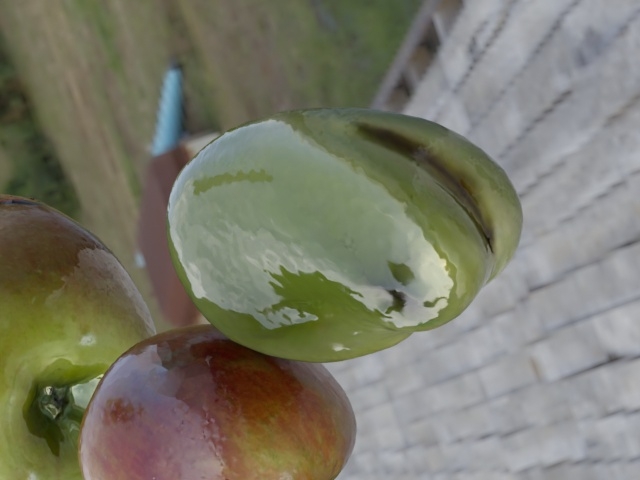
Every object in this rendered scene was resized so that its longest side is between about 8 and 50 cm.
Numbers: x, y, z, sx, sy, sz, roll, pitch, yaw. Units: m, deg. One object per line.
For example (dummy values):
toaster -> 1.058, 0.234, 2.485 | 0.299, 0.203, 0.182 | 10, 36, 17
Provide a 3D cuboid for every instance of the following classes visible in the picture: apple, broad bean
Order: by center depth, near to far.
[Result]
broad bean -> 0.000, 0.000, 1.213 | 0.189, 0.263, 0.121 | 58, -143, -21
apple -> -0.076, 0.146, 1.323 | 0.173, 0.195, 0.160 | 37, 159, 26
apple -> -0.306, 0.124, 1.683 | 0.305, 0.338, 0.338 | 22, 133, 58
